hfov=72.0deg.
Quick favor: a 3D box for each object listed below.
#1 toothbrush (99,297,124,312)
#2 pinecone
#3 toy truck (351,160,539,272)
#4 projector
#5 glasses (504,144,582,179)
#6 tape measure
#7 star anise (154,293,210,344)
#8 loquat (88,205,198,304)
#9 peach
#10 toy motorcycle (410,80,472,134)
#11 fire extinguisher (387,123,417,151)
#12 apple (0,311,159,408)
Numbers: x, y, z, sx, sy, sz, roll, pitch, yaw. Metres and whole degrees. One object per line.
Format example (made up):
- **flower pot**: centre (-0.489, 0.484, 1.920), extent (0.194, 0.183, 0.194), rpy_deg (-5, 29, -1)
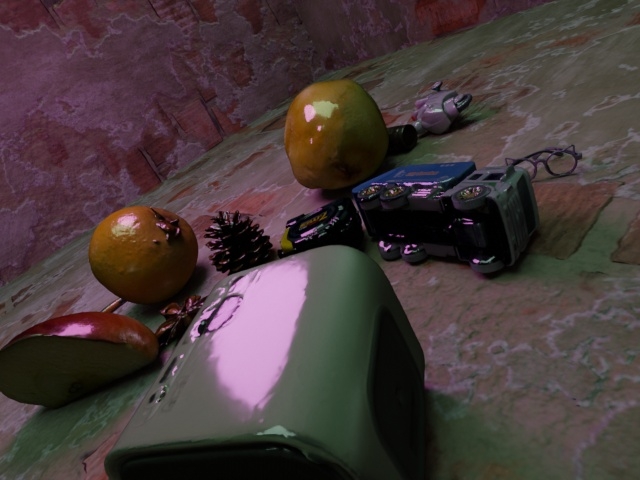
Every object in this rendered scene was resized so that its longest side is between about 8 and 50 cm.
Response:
- **toothbrush**: centre (-0.545, 0.136, 1.352), extent (0.321, 0.023, 0.031), rpy_deg (-41, 21, -26)
- **pinecone**: centre (-0.215, 0.002, 1.103), extent (0.163, 0.165, 0.163), rpy_deg (-27, 23, 12)
- **toy truck**: centre (0.208, -0.057, 0.818), extent (0.175, 0.146, 0.367), rpy_deg (-37, 27, -27)
- **projector**: centre (-0.027, 0.186, 0.486), extent (0.248, 0.248, 0.249), rpy_deg (-16, 28, 23)
- **glasses**: centre (0.446, -0.171, 0.884), extent (0.140, 0.062, 0.104), rpy_deg (-7, 32, 36)
- **tape measure**: centre (0.000, 0.000, 0.962), extent (0.199, 0.112, 0.186), rpy_deg (-26, 18, 18)
- **star anise**: centre (-0.317, 0.168, 1.027), extent (0.212, 0.053, 0.157), rpy_deg (-37, 31, -8)
- **loquat**: centre (-0.458, 0.035, 1.178), extent (0.275, 0.275, 0.275), rpy_deg (-23, 26, 12)
- **peach**: centre (0.047, -0.297, 1.255), extent (0.281, 0.314, 0.315), rpy_deg (2, 17, -19)
- **toy motorcycle**: centre (0.346, -0.389, 1.341), extent (0.171, 0.110, 0.260), rpy_deg (-41, 21, 2)
- **fire extinguisher**: centre (0.182, -0.329, 1.383), extent (0.075, 0.106, 0.252), rpy_deg (-17, 15, -37)
- **apple**: centre (-0.523, 0.246, 0.956), extent (0.346, 0.179, 0.254), rpy_deg (-25, -6, 17)
